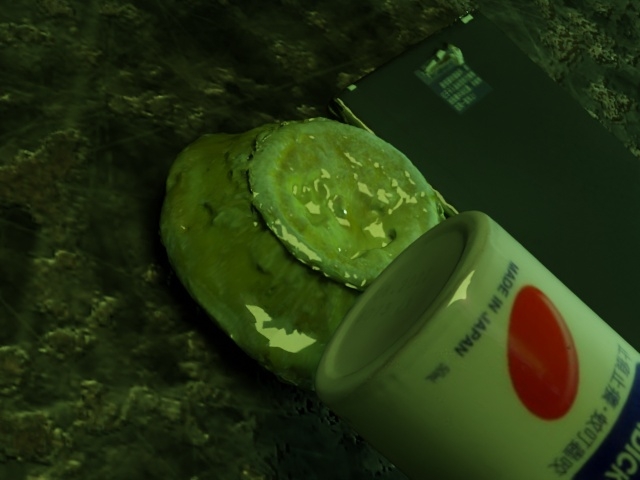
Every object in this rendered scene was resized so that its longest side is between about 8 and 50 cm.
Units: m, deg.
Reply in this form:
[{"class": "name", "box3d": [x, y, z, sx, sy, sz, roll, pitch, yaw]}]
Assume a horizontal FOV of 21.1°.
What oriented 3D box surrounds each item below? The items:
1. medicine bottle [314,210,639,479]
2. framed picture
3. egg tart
[{"class": "medicine bottle", "box3d": [0.161, 0.141, 0.907, 0.341, 0.130, 0.130, 43, 40, -13]}, {"class": "framed picture", "box3d": [0.179, -0.012, 1.149, 0.339, 0.014, 0.255, 44, 33, 5]}, {"class": "egg tart", "box3d": [0.000, 0.000, 0.988, 0.197, 0.078, 0.197, 17, 46, -19]}]
